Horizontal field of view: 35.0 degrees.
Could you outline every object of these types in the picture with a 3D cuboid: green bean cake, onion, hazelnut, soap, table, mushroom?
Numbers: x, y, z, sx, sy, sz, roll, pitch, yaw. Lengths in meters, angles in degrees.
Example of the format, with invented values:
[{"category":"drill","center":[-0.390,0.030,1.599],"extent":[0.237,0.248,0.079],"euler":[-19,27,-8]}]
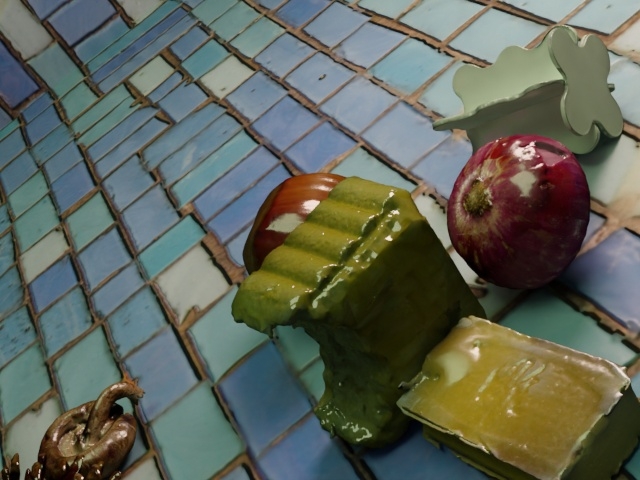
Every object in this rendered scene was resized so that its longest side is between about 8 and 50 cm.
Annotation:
[{"category":"green bean cake","center":[0.051,0.082,1.096],"extent":[0.233,0.236,0.124],"euler":[-46,33,-17]},{"category":"onion","center":[0.226,-0.032,1.148],"extent":[0.177,0.153,0.177],"euler":[-156,90,-82]},{"category":"hazelnut","center":[0.002,0.010,1.316],"extent":[0.186,0.210,0.210],"euler":[-56,27,17]},{"category":"soap","center":[0.196,0.163,0.995],"extent":[0.135,0.076,0.233],"euler":[-49,35,-16]},{"category":"table","center":[0.260,-0.171,1.309],"extent":[0.198,0.166,0.166],"euler":[-17,36,44]},{"category":"mushroom","center":[-0.302,0.263,1.372],"extent":[0.170,0.080,0.135],"euler":[-46,44,-15]}]

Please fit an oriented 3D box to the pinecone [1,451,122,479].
[{"category":"pinecone","center":[-0.306,0.341,1.181],"extent":[0.208,0.208,0.207],"euler":[-26,33,19]}]
